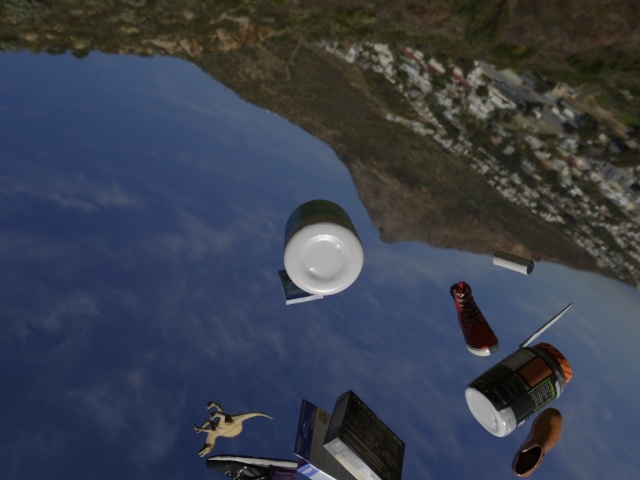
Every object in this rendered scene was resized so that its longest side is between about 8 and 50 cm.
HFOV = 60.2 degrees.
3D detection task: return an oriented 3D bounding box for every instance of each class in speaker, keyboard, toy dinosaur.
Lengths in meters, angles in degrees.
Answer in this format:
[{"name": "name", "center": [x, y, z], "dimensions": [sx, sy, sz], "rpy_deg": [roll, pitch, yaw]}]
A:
[{"name": "speaker", "center": [0.686, 0.078, 1.962], "dimensions": [0.055, 0.055, 0.136], "rpy_deg": [20, 180, -45]}, {"name": "keyboard", "center": [0.601, 0.226, 1.467], "dimensions": [0.256, 0.072, 0.014], "rpy_deg": [-17, -120, -45]}, {"name": "toy dinosaur", "center": [-0.188, 0.362, 1.105], "dimensions": [0.092, 0.183, 0.053], "rpy_deg": [45, -161, -28]}]

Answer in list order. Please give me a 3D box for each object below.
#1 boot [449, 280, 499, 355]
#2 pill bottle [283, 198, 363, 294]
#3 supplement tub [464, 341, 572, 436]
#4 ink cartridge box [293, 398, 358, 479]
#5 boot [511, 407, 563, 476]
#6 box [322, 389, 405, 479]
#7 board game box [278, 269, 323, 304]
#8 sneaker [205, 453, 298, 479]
[{"name": "boot", "center": [0.446, 0.220, 1.637], "dimensions": [0.244, 0.088, 0.176], "rpy_deg": [-104, -5, -72]}, {"name": "pill bottle", "center": [0.000, 0.000, 1.101], "dimensions": [0.146, 0.146, 0.264], "rpy_deg": [32, -169, -11]}, {"name": "supplement tub", "center": [0.389, 0.286, 1.082], "dimensions": [0.117, 0.190, 0.117], "rpy_deg": [53, 160, 29]}, {"name": "ink cartridge box", "center": [0.044, 0.591, 1.524], "dimensions": [0.311, 0.065, 0.185], "rpy_deg": [39, -149, -18]}, {"name": "boot", "center": [0.546, 0.506, 1.380], "dimensions": [0.073, 0.197, 0.152], "rpy_deg": [28, 174, 28]}, {"name": "box", "center": [0.121, 0.534, 1.444], "dimensions": [0.231, 0.056, 0.183], "rpy_deg": [46, -152, -9]}, {"name": "board game box", "center": [-0.048, 0.104, 1.317], "dimensions": [0.090, 0.020, 0.090], "rpy_deg": [-10, -127, -13]}, {"name": "sneaker", "center": [-0.214, 0.716, 1.666], "dimensions": [0.283, 0.124, 0.107], "rpy_deg": [4, 158, 5]}]
